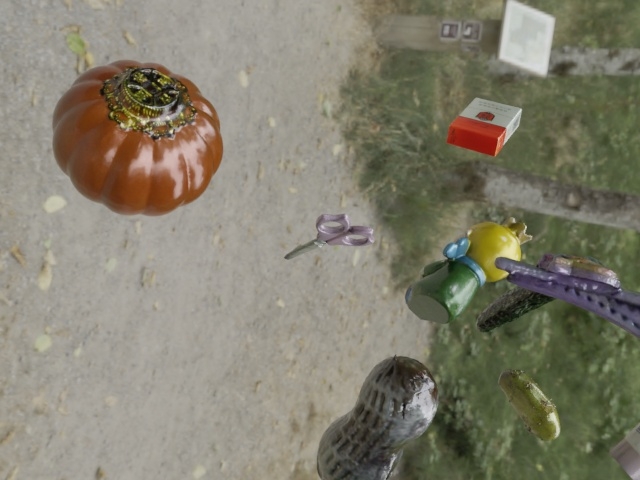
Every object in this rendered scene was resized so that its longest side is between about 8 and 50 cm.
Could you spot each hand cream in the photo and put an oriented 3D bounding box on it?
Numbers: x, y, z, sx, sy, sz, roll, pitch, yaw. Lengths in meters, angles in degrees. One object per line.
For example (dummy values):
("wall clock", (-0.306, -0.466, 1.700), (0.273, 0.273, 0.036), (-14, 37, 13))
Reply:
("hand cream", (0.656, 0.347, 1.320), (0.248, 0.133, 0.083), (-39, 159, 8))

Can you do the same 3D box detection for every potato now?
("potato", (0.488, 0.376, 1.655), (0.085, 0.188, 0.105), (-29, 157, -22))

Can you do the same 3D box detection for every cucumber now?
("cucumber", (0.423, 0.133, 1.532), (0.293, 0.068, 0.067), (-41, -164, 48))

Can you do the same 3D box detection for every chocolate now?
("chocolate", (0.070, 0.243, 0.920), (0.248, 0.110, 0.110), (-60, 171, 28))

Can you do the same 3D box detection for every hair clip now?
("hair clip", (0.359, 0.069, 0.891), (0.090, 0.278, 0.137), (-62, 165, 11))

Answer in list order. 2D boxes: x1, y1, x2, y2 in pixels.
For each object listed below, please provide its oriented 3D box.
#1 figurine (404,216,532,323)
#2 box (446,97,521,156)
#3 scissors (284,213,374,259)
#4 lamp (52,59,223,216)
("figurine", (0.273, 0.051, 1.334), (0.234, 0.127, 0.185), (-50, 179, -19))
("box", (0.321, -0.224, 1.394), (0.152, 0.100, 0.048), (-47, 146, -44))
("scissors", (0.000, 0.001, 1.222), (0.110, 0.212, 0.021), (25, 62, -29))
("lamp", (-0.238, -0.136, 0.943), (0.196, 0.223, 0.223), (-56, -174, 51))
